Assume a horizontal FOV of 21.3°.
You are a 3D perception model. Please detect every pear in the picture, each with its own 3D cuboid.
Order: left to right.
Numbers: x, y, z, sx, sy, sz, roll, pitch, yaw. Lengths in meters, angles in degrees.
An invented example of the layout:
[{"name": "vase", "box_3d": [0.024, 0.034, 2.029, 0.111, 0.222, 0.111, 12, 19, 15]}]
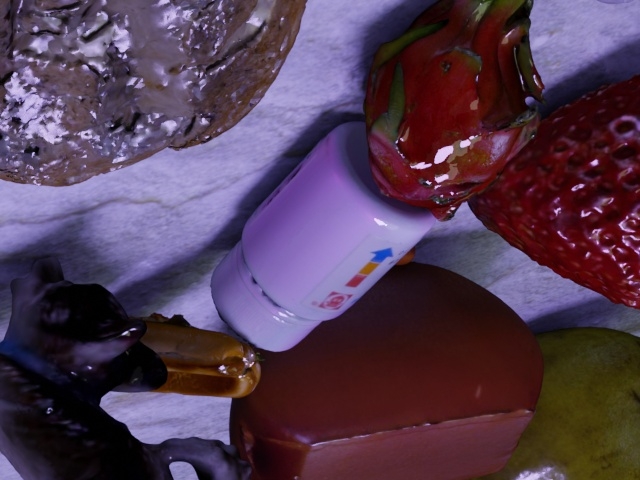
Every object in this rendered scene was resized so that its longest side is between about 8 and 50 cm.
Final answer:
[{"name": "pear", "box_3d": [0.357, 0.308, 2.564, 0.413, 0.352, 0.352, -24, 156, -23]}]

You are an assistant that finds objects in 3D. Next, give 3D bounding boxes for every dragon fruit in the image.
[{"name": "dragon fruit", "box_3d": [0.149, -0.146, 1.693, 0.269, 0.198, 0.200, -46, 140, 8]}]

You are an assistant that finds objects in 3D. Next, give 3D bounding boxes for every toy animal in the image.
[{"name": "toy animal", "box_3d": [-0.239, 0.171, 1.717, 0.303, 0.344, 0.194, -12, 156, -6]}]

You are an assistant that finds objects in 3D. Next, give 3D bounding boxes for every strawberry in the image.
[{"name": "strawberry", "box_3d": [0.359, -0.040, 1.970, 0.310, 0.291, 0.292, -32, 155, -3]}]

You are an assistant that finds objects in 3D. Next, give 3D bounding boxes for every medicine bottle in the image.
[{"name": "medicine bottle", "box_3d": [0.000, 0.000, 1.843, 0.152, 0.152, 0.254, 1, 145, -44]}]

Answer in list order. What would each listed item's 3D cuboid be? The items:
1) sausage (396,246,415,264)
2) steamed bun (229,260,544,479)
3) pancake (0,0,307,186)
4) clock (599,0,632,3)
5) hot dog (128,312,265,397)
[{"name": "sausage", "box_3d": [0.069, 0.000, 2.038, 0.039, 0.041, 0.131, -14, 162, 28]}, {"name": "steamed bun", "box_3d": [0.069, 0.166, 2.114, 0.379, 0.248, 0.235, -7, 148, -15]}, {"name": "pancake", "box_3d": [-0.169, -0.181, 1.414, 0.387, 0.082, 0.387, -20, 150, -12]}, {"name": "clock", "box_3d": [0.299, -0.272, 1.648, 0.176, 0.117, 0.080, -3, 146, -42]}, {"name": "hot dog", "box_3d": [-0.179, 0.125, 1.912, 0.250, 0.076, 0.104, 3, 149, 35]}]
